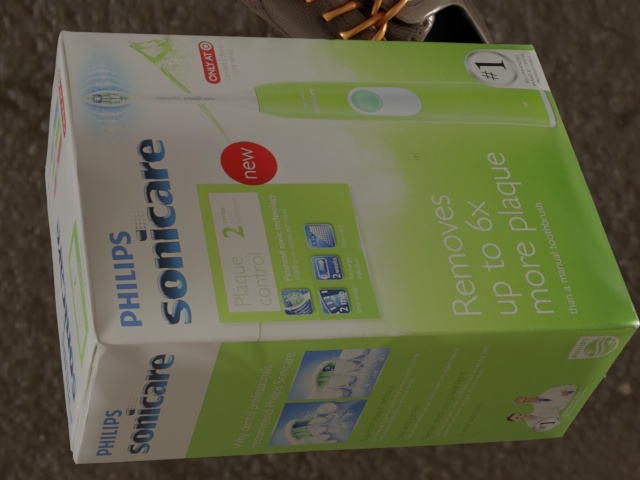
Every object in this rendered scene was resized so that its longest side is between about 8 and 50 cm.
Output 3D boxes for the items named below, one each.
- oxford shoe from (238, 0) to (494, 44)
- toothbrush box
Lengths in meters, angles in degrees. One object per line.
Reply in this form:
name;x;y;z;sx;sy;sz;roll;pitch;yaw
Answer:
oxford shoe;0.010;-0.176;0.880;0.130;0.133;0.363;-51;134;9
toothbrush box;0.000;0.000;0.784;0.283;0.206;0.122;-1;143;-16
